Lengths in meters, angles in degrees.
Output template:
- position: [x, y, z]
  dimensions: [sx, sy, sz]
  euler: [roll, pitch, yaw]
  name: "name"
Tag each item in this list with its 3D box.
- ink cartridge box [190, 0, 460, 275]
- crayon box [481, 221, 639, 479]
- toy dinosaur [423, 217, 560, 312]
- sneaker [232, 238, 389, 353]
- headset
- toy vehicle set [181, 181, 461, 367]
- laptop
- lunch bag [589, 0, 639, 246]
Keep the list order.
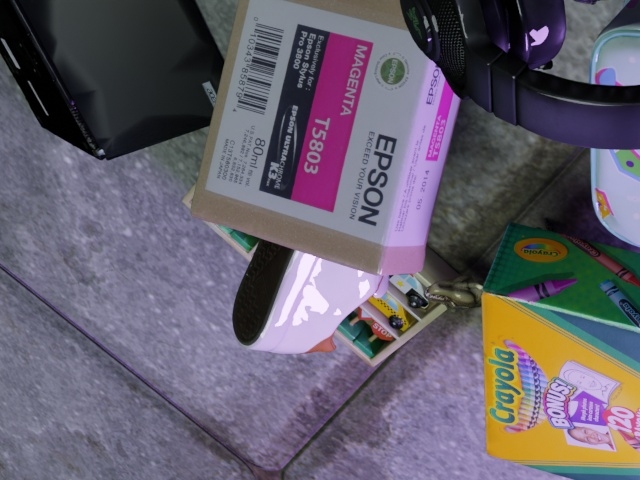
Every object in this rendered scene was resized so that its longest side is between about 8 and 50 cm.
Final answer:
- position: [0.012, -0.106, 1.340]
  dimensions: [0.193, 0.088, 0.234]
  euler: [17, 99, 26]
  name: "ink cartridge box"
- position: [0.233, 0.112, 1.395]
  dimensions: [0.165, 0.081, 0.278]
  euler: [14, 146, 17]
  name: "crayon box"
- position: [0.230, 0.054, 1.443]
  dimensions: [0.268, 0.064, 0.118]
  euler: [19, 141, 16]
  name: "toy dinosaur"
- position: [0.024, -0.022, 1.475]
  dimensions: [0.290, 0.123, 0.106]
  euler: [-64, 34, 22]
  name: "sneaker"
- position: [0.156, -0.191, 1.140]
  dimensions: [0.394, 0.243, 0.185]
  euler: [39, 156, 29]
  name: "headset"
- position: [0.000, 0.000, 1.585]
  dimensions: [0.267, 0.035, 0.166]
  euler: [41, 141, -2]
  name: "toy vehicle set"
- position: [-0.232, -0.214, 1.581]
  dimensions: [0.264, 0.137, 0.234]
  euler: [27, 147, 57]
  name: "laptop"
- position: [0.343, -0.084, 1.175]
  dimensions: [0.279, 0.108, 0.224]
  euler: [13, 131, 27]
  name: "lunch bag"
